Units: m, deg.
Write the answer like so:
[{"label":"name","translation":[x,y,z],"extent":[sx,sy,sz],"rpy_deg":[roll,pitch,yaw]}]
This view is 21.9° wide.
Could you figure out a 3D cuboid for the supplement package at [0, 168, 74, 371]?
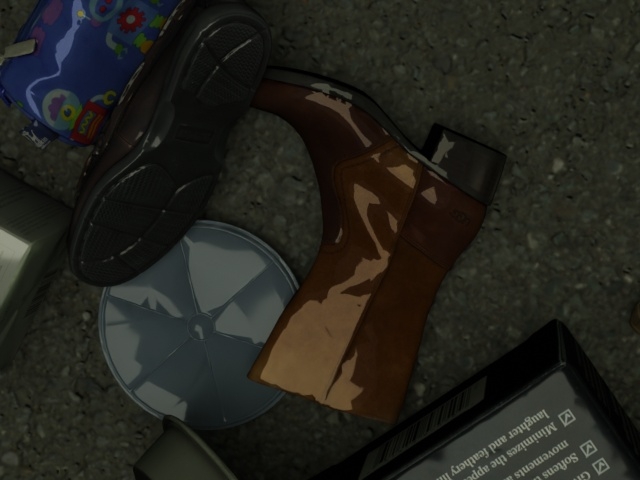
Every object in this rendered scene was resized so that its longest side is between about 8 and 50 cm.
[{"label":"supplement package","translation":[-0.398,-0.008,1.510],"extent":[0.293,0.175,0.177],"rpy_deg":[30,102,2]}]

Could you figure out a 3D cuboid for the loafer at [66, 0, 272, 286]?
[{"label":"loafer","translation":[-0.142,-0.096,1.488],"extent":[0.109,0.095,0.302],"rpy_deg":[16,118,-35]}]

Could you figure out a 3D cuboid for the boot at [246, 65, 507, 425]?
[{"label":"boot","translation":[0.000,0.000,1.508],"extent":[0.264,0.096,0.280],"rpy_deg":[23,97,-9]}]

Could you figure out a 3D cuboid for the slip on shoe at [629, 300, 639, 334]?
[{"label":"slip on shoe","translation":[0.343,0.095,1.503],"extent":[0.135,0.051,0.041],"rpy_deg":[27,140,-5]}]

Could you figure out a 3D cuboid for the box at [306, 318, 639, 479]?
[{"label":"box","translation":[0.203,0.321,1.464],"extent":[0.293,0.212,0.395],"rpy_deg":[-34,92,10]}]

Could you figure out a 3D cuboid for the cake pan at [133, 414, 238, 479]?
[{"label":"cake pan","translation":[-0.072,0.287,1.456],"extent":[0.054,0.293,0.293],"rpy_deg":[-34,93,-15]}]

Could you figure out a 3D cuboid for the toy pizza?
[{"label":"toy pizza","translation":[-0.110,0.079,1.560],"extent":[0.201,0.032,0.201],"rpy_deg":[1,99,8]}]

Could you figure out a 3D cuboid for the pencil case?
[{"label":"pencil case","translation":[-0.185,-0.229,1.478],"extent":[0.119,0.133,0.306],"rpy_deg":[42,103,42]}]
